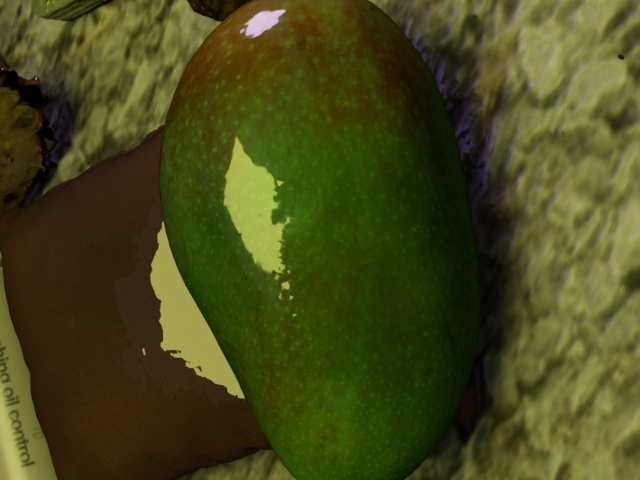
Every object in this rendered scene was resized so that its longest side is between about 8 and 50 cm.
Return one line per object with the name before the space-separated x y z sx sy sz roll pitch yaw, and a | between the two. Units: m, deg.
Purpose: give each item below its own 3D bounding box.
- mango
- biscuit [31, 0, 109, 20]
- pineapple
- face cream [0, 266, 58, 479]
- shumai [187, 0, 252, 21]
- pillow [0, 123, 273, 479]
mango | 0.000 0.000 1.113 0.201 0.225 0.381 156 107 -68
biscuit | -0.223 -0.343 1.399 0.150 0.052 0.252 -15 79 38
pineapple | -0.416 -0.155 1.429 0.262 0.262 0.271 -53 53 25
face cream | -0.270 0.181 1.399 0.092 0.092 0.311 -27 73 35
shumai | -0.096 -0.248 1.259 0.105 0.123 0.139 -29 85 46
pillow | -0.145 0.066 1.289 0.308 0.108 0.305 -24 76 32
